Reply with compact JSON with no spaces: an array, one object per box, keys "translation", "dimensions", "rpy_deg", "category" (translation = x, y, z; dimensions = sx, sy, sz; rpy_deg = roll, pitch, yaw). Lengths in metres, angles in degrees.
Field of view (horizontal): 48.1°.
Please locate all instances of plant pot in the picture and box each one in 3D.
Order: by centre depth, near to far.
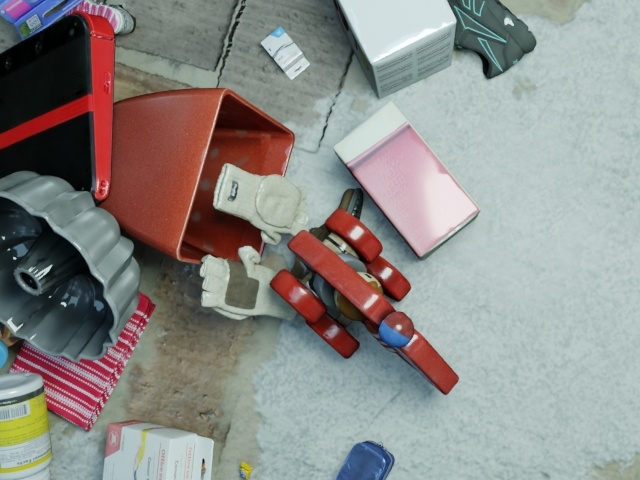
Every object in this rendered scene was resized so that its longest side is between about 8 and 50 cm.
[{"translation":[-0.230,-0.110,1.216],"dimensions":[0.236,0.267,0.267],"rpy_deg":[15,88,22],"category":"plant pot"}]

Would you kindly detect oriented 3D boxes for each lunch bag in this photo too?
[{"translation":[0.080,0.386,1.220],"dimensions":[0.067,0.065,0.098],"rpy_deg":[31,92,25],"category":"lunch bag"}]

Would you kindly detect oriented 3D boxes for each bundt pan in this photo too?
[{"translation":[-0.423,0.030,1.137],"dimensions":[0.331,0.124,0.330],"rpy_deg":[15,131,18],"category":"bundt pan"}]

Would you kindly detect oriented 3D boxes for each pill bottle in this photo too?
[{"translation":[-0.543,0.350,1.273],"dimensions":[0.119,0.119,0.208],"rpy_deg":[-3,97,8],"category":"pill bottle"}]

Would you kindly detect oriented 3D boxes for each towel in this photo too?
[{"translation":[-0.447,0.188,1.328],"dimensions":[0.199,0.031,0.274],"rpy_deg":[27,90,10],"category":"towel"}]

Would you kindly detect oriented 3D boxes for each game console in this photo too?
[{"translation":[-0.495,-0.196,1.260],"dimensions":[0.387,0.060,0.341],"rpy_deg":[-12,79,35],"category":"game console"}]

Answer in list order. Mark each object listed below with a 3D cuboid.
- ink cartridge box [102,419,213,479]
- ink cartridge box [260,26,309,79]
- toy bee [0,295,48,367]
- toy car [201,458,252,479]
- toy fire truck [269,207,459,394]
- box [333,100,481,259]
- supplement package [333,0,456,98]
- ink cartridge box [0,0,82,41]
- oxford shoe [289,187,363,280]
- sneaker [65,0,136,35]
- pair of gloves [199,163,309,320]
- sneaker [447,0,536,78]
[{"translation":[-0.281,0.383,1.233],"dimensions":[0.198,0.067,0.115],"rpy_deg":[1,85,33],"category":"ink cartridge box"},{"translation":[-0.064,-0.342,1.314],"dimensions":[0.048,0.028,0.083],"rpy_deg":[-40,82,4],"category":"ink cartridge box"},{"translation":[-0.623,0.164,1.269],"dimensions":[0.298,0.195,0.162],"rpy_deg":[-45,117,-9],"category":"toy bee"},{"translation":[-0.186,0.409,1.262],"dimensions":[0.122,0.060,0.040],"rpy_deg":[16,120,15],"category":"toy car"},{"translation":[0.080,0.105,1.114],"dimensions":[0.169,0.302,0.254],"rpy_deg":[-47,46,-7],"category":"toy fire truck"},{"translation":[0.145,-0.094,1.204],"dimensions":[0.127,0.148,0.232],"rpy_deg":[-39,81,4],"category":"box"},{"translation":[0.117,-0.376,1.203],"dimensions":[0.149,0.203,0.194],"rpy_deg":[-26,82,5],"category":"supplement package"},{"translation":[-0.559,-0.543,1.356],"dimensions":[0.186,0.065,0.311],"rpy_deg":[-33,72,5],"category":"ink cartridge box"},{"translation":[0.000,0.000,1.253],"dimensions":[0.096,0.083,0.227],"rpy_deg":[29,89,14],"category":"oxford shoe"},{"translation":[-0.413,-0.423,1.358],"dimensions":[0.170,0.075,0.063],"rpy_deg":[25,108,31],"category":"sneaker"},{"translation":[-0.103,0.010,1.158],"dimensions":[0.042,0.204,0.240],"rpy_deg":[8,89,47],"category":"pair of gloves"},{"translation":[0.245,-0.387,1.211],"dimensions":[0.267,0.101,0.106],"rpy_deg":[41,109,-14],"category":"sneaker"}]
